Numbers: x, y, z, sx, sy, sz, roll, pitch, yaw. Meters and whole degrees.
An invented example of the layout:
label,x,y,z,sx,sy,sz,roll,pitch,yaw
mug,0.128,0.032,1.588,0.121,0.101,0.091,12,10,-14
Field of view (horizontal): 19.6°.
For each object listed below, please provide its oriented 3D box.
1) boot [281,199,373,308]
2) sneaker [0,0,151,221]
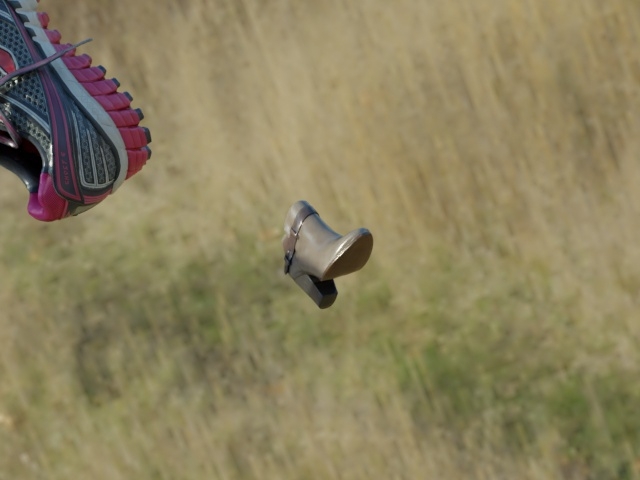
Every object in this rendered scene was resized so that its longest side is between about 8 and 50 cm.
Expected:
label,x,y,z,sx,sy,sz,roll,pitch,yaw
boot,0.000,0.000,1.625,0.042,0.087,0.118,-6,-36,-34
sneaker,-0.273,-0.149,1.521,0.112,0.299,0.121,-42,-4,-29
